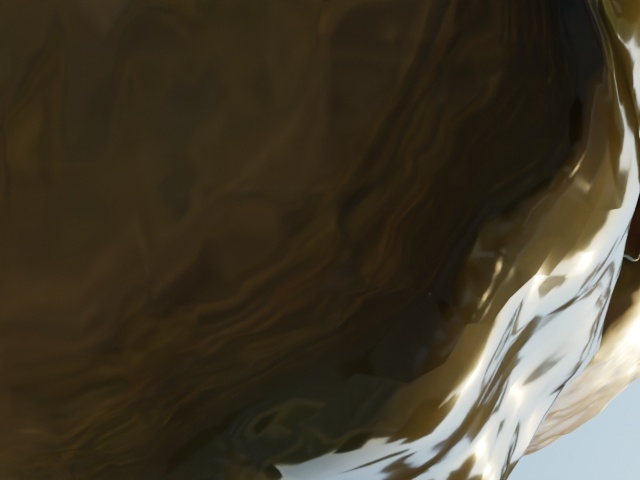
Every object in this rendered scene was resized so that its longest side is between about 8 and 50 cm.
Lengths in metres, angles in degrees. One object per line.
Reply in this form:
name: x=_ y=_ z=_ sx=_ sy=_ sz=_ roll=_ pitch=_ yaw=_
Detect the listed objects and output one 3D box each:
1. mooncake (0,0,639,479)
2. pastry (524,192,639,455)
mooncake: x=-0.065 y=-0.037 z=0.424 sx=0.161 sy=0.290 sz=0.290 roll=71 pitch=-158 yaw=-61
pastry: x=0.003 y=0.007 z=0.681 sx=0.237 sy=0.256 sz=0.170 roll=41 pitch=-114 yaw=1
